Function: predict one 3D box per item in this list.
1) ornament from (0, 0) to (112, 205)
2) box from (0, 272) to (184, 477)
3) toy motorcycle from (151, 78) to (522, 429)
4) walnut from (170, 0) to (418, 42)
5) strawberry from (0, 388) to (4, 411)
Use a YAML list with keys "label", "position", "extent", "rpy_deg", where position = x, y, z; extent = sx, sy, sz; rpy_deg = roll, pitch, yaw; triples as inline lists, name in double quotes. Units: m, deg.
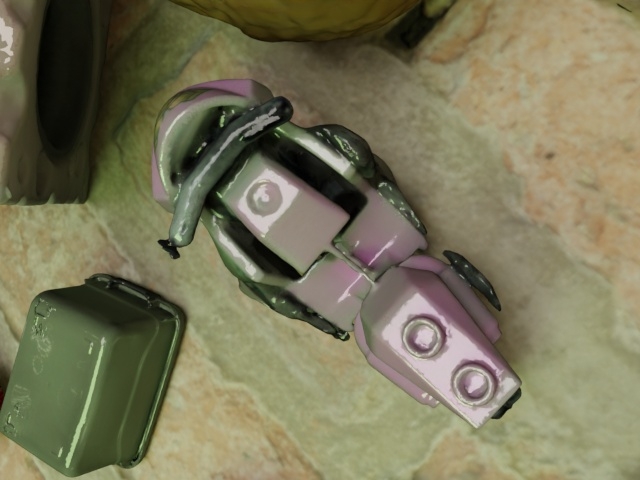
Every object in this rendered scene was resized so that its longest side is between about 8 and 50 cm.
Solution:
- label: "ornament"
  position: [-0.318, -0.162, 0.472]
  extent: [0.239, 0.239, 0.240]
  rpy_deg: [8, 92, -9]
- label: "box"
  position: [-0.214, 0.123, 0.541]
  extent: [0.124, 0.093, 0.172]
  rpy_deg: [19, 96, 22]
- label: "toy motorcycle"
  position: [0.000, 0.000, 0.404]
  extent: [0.327, 0.188, 0.143]
  rpy_deg: [44, 98, 18]
- label: "walnut"
  position: [-0.030, -0.285, 0.353]
  extent: [0.332, 0.333, 0.333]
  rpy_deg: [-1, 88, 23]
- label: "strawberry"
  position: [-0.380, 0.171, 0.616]
  extent: [0.106, 0.106, 0.106]
  rpy_deg: [-1, 88, 23]
